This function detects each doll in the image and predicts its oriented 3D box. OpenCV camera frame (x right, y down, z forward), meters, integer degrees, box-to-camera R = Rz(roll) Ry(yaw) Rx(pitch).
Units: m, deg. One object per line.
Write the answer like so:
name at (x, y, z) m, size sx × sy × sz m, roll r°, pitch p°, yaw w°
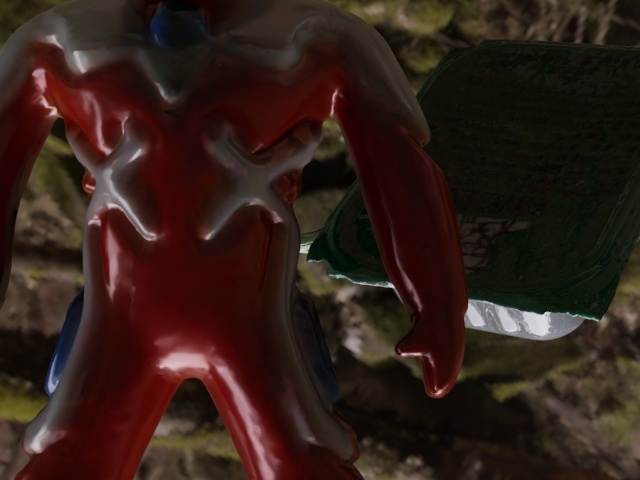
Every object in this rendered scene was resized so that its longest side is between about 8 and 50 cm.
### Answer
doll at (-0.044, -0.009, 0.459) m, size 0.188 × 0.384 × 0.099 m, roll -1°, pitch 178°, yaw 1°

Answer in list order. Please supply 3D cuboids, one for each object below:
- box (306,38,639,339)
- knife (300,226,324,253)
box at (0.177, -0.037, 1.114) m, size 0.264 × 0.337 × 0.106 m, roll 9°, pitch 137°, yaw 32°
knife at (0.000, 0.001, 1.335) m, size 0.293 × 0.043 × 0.020 m, roll 9°, pitch -143°, yaw -15°
